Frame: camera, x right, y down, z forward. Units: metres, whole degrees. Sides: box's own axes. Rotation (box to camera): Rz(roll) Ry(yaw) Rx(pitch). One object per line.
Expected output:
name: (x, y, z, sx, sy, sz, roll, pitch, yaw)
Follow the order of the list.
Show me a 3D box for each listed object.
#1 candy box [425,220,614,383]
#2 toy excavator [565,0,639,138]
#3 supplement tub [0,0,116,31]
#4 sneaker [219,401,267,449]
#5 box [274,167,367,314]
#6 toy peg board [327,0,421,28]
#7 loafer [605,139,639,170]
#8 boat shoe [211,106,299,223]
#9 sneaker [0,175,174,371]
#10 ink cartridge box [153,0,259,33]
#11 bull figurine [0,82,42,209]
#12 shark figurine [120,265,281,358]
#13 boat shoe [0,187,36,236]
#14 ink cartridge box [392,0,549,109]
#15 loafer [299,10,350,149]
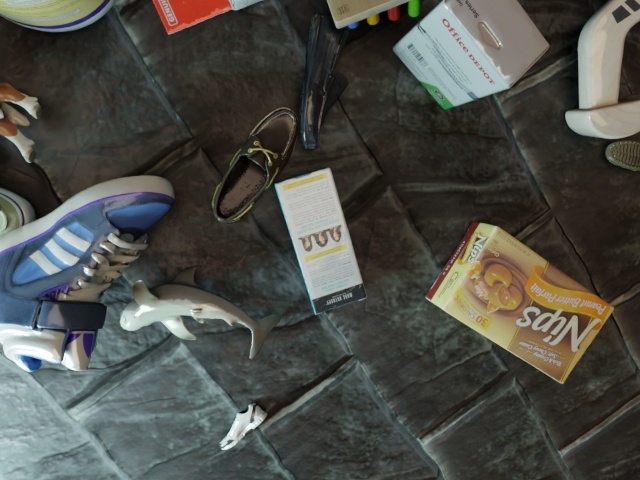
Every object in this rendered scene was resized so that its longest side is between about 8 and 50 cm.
candy box: (0.390, 0.122, 0.810, 0.316, 0.087, 0.183, 32, 94, -13)
toy excavator: (0.565, -0.462, 0.700, 0.445, 0.222, 0.433, -36, 104, 13)
supplement tub: (-0.389, -0.409, 0.468, 0.241, 0.331, 0.241, -2, 100, -9)
sneaker: (-0.155, 0.356, 0.794, 0.109, 0.040, 0.044, -41, 87, -4)
box: (0.000, 0.000, 0.740, 0.100, 0.060, 0.244, -17, 102, -5)
toy peg board: (0.084, -0.415, 0.660, 0.161, 0.079, 0.161, -18, 75, 8)
loafer: (0.640, -0.163, 0.822, 0.148, 0.050, 0.056, 13, 94, 5)
boat shoe: (-0.106, -0.125, 0.697, 0.081, 0.068, 0.227, 32, 94, -13)
sneaker: (-0.341, 0.066, 0.626, 0.323, 0.130, 0.236, -23, 77, 4)
ink cartridge box: (-0.185, -0.498, 0.626, 0.239, 0.060, 0.275, -24, 103, -5)
bull figurine: (-0.534, -0.114, 0.565, 0.188, 0.101, 0.310, 19, 66, -15)
shark figurine: (-0.206, 0.099, 0.711, 0.278, 0.116, 0.166, 8, 132, -2)
boat shoe: (-0.609, -0.037, 0.620, 0.302, 0.094, 0.109, 3, 99, -9)
ink cartridge box: (0.222, -0.303, 0.647, 0.087, 0.208, 0.153, -46, 104, 1)
loafer: (0.008, -0.262, 0.687, 0.078, 0.076, 0.223, 7, 93, -6)
